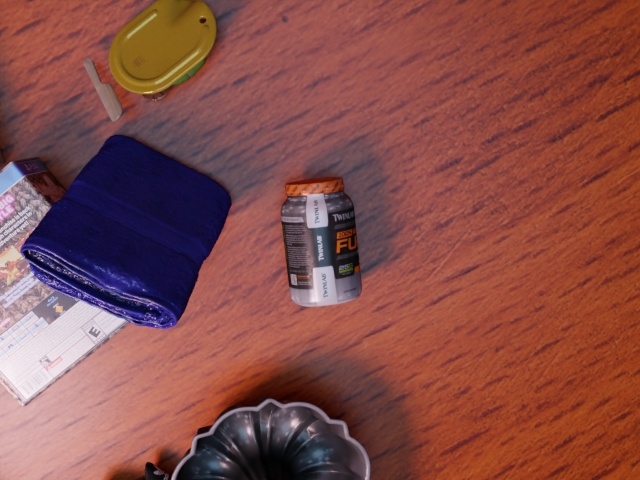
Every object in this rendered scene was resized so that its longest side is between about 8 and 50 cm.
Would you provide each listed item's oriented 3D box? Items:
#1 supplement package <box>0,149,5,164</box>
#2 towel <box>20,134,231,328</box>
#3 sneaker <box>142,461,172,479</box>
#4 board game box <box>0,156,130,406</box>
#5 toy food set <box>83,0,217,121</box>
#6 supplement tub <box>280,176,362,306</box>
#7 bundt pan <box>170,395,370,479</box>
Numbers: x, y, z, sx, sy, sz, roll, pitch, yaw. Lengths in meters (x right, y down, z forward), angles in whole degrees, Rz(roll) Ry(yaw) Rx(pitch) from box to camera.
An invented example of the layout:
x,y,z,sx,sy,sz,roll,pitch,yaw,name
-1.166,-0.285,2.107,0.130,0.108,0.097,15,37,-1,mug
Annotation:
x,y,z,sx,sy,sz,roll,pitch,yaw,name
-0.569,-0.182,1.259,0.105,0.105,0.179,-19,99,-1,supplement package
-0.269,-0.015,1.220,0.228,0.308,0.076,28,128,-8,towel
-0.369,0.473,1.371,0.302,0.108,0.121,-31,98,-7,sneaker
-0.443,0.058,1.283,0.232,0.141,0.291,-38,99,2,board game box
-0.249,-0.279,1.290,0.218,0.071,0.128,-37,75,0,toy food set
0.000,0.000,1.314,0.117,0.117,0.190,-7,99,-2,supplement tub
-0.085,0.402,1.348,0.331,0.124,0.330,-1,93,-14,bundt pan
